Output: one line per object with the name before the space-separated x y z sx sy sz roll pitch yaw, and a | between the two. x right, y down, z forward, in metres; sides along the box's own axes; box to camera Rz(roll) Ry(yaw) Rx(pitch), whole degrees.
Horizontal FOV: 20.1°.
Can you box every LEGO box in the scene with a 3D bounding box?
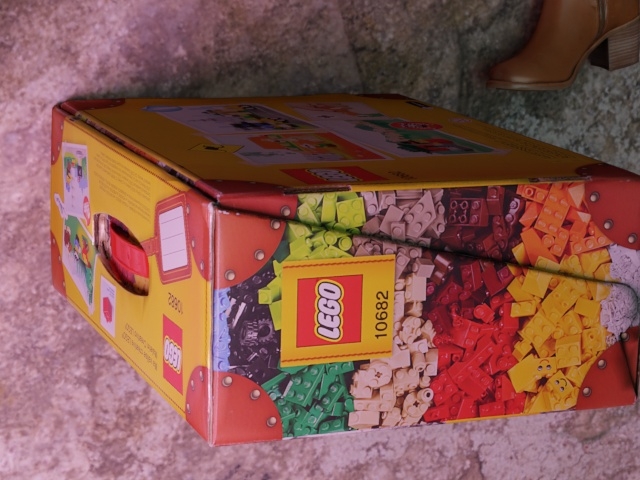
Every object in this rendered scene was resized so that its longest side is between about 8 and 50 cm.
LEGO box | 0.000 0.000 1.587 0.372 0.500 0.193 -3 103 -21

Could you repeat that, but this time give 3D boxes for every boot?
boot | 0.243 -0.239 1.866 0.197 0.073 0.152 -20 111 -29
